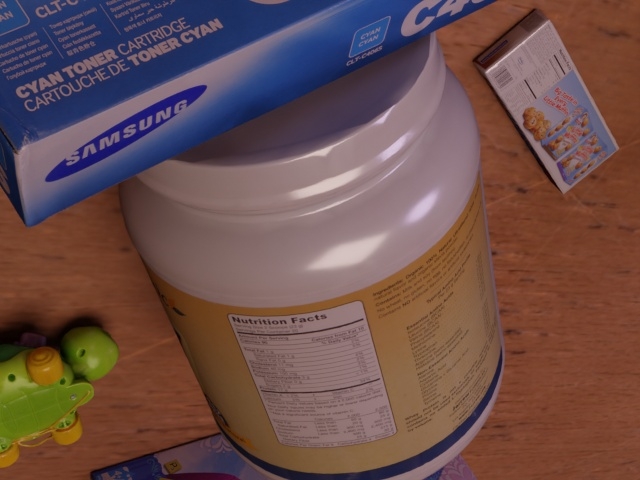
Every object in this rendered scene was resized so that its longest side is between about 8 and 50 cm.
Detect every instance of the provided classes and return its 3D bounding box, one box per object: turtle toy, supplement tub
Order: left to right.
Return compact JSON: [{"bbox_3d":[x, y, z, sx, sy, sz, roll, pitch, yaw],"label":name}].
[{"bbox_3d":[-0.212,0.105,0.805,0.130,0.066,0.095,-18,134,-16],"label":"turtle toy"},{"bbox_3d":[0.000,0.000,0.721,0.228,0.228,0.316,-25,135,-9],"label":"supplement tub"}]

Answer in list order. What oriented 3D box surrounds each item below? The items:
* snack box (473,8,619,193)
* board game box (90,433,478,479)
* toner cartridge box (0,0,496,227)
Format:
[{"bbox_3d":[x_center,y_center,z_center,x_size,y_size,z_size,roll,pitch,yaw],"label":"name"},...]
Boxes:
[{"bbox_3d":[0.189,-0.109,0.885,0.064,0.022,0.178,-40,136,5],"label":"snack box"},{"bbox_3d":[0.004,0.281,0.903,0.318,0.319,0.066,-14,132,-20],"label":"board game box"},{"bbox_3d":[-0.034,-0.160,0.556,0.348,0.165,0.075,-29,162,-22],"label":"toner cartridge box"}]
